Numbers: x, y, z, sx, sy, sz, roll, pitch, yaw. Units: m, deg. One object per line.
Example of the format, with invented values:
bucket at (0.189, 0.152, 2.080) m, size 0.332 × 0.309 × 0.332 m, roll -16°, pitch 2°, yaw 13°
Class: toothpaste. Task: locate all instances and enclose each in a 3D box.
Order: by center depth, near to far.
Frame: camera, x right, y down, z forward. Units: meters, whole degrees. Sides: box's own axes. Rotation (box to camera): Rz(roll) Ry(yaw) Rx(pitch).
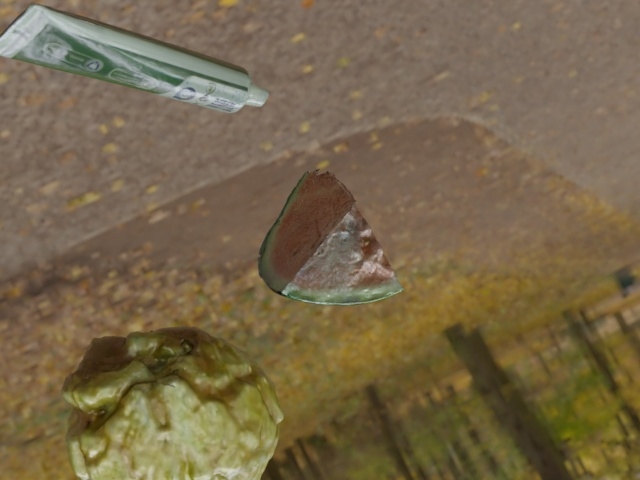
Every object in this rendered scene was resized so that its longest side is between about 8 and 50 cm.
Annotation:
toothpaste at (-0.211, -0.213, 1.572) m, size 0.392 × 0.061 × 0.098 m, roll 11°, pitch 145°, yaw -44°

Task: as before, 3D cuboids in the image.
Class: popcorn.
popcorn at (-0.182, 0.231, 1.632) m, size 0.282 × 0.247 × 0.282 m, roll -5°, pitch 180°, yaw 0°

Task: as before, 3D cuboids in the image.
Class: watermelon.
watermelon at (-0.007, 0.021, 1.609) m, size 0.146 × 0.128 × 0.231 m, roll -29°, pitch -152°, yaw -6°
